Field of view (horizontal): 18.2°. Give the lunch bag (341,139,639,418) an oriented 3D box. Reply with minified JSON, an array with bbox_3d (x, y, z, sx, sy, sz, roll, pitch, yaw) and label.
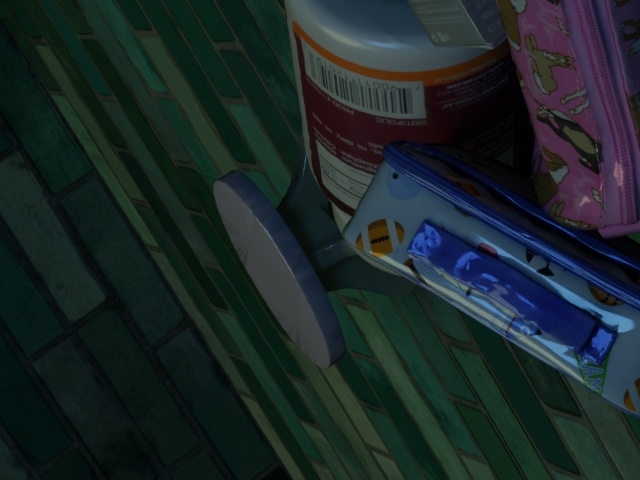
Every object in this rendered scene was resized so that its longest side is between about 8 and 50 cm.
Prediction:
[{"bbox_3d":[0.177,0.027,1.560,0.303,0.115,0.243,30,-171,17],"label":"lunch bag"}]

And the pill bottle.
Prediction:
[{"bbox_3d":[0.090,-0.142,1.784,0.224,0.224,0.392,46,162,26],"label":"pill bottle"}]

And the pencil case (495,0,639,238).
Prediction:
[{"bbox_3d":[0.184,-0.178,1.380,0.160,0.167,0.386,27,152,39],"label":"pencil case"}]

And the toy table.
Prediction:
[{"bbox_3d":[0.000,0.000,2.440,0.252,0.161,0.274,32,153,53],"label":"toy table"}]

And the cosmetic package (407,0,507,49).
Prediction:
[{"bbox_3d":[0.093,-0.275,1.502,0.238,0.127,0.107,57,164,-19],"label":"cosmetic package"}]
